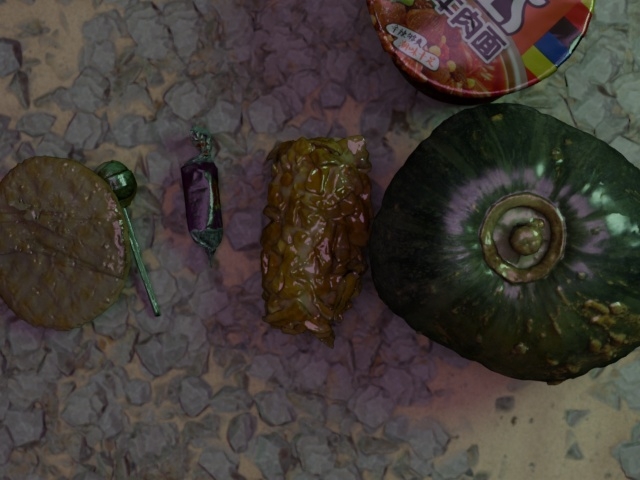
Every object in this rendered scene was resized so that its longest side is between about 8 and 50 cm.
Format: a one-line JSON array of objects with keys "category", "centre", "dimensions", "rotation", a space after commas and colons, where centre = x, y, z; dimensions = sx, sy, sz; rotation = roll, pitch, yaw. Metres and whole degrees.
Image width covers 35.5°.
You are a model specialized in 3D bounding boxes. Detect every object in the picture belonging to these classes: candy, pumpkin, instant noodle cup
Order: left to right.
[{"category": "candy", "centre": [-0.232, -0.001, 1.238], "dimensions": [0.061, 0.061, 0.202], "rotation": [-18, 94, 2]}, {"category": "candy", "centre": [-0.146, -0.053, 1.235], "dimensions": [0.043, 0.045, 0.175], "rotation": [-7, 85, 18]}, {"category": "instant noodle cup", "centre": [0.175, -0.267, 1.159], "dimensions": [0.250, 0.192, 0.250], "rotation": [0, 86, 3]}, {"category": "pumpkin", "centre": [0.226, 0.011, 1.106], "dimensions": [0.327, 0.257, 0.291], "rotation": [37, 103, 4]}]

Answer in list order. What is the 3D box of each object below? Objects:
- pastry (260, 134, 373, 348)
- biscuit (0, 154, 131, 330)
[{"category": "pastry", "centre": [0.000, 0.000, 1.179], "dimensions": [0.154, 0.102, 0.250], "rotation": [-5, 78, 31]}, {"category": "biscuit", "centre": [-0.326, 0.004, 1.222], "dimensions": [0.220, 0.033, 0.220], "rotation": [2, 95, 20]}]
